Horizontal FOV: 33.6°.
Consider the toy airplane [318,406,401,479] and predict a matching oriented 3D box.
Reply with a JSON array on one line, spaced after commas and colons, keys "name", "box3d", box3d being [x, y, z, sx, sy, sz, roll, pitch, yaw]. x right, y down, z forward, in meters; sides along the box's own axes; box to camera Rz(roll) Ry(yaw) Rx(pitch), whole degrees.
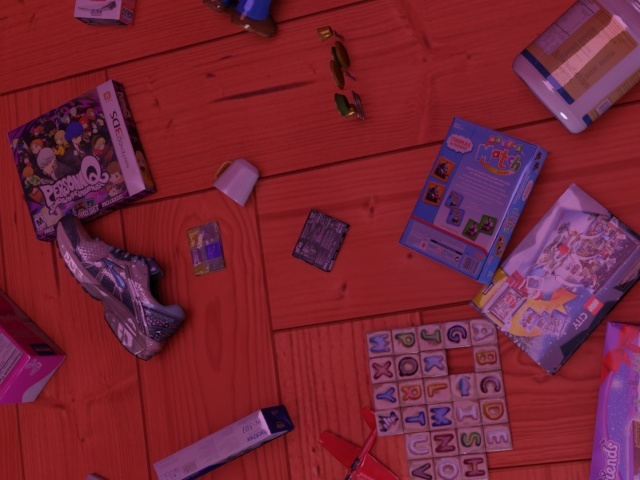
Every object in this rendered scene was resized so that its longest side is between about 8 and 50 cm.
[{"name": "toy airplane", "box3d": [0.071, 0.320, 1.625, 0.151, 0.028, 0.151, -1, 86, 19]}]

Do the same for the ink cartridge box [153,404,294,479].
[{"name": "ink cartridge box", "box3d": [-0.152, 0.325, 1.671, 0.207, 0.097, 0.046, -29, 76, 16]}]

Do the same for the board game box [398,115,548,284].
[{"name": "board game box", "box3d": [0.223, -0.062, 1.569, 0.160, 0.039, 0.212, 27, 96, 41]}]

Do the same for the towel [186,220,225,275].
[{"name": "towel", "box3d": [-0.191, 0.013, 1.757, 0.060, 0.009, 0.083, -14, 81, 18]}]

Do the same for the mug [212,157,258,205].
[{"name": "mug", "box3d": [-0.139, -0.103, 1.723, 0.078, 0.062, 0.064, 35, 90, 13]}]

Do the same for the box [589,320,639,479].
[{"name": "box", "box3d": [0.482, 0.267, 1.461, 0.200, 0.057, 0.293, 7, 88, 20]}]

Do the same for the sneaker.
[{"name": "sneaker", "box3d": [-0.328, 0.058, 1.769, 0.122, 0.110, 0.283, -39, 81, 1]}]

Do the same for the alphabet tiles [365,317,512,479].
[{"name": "alphabet tiles", "box3d": [0.178, 0.243, 1.586, 0.198, 0.009, 0.237, -8, 82, 11]}]

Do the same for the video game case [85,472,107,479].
[{"name": "video game case", "box3d": [-0.336, 0.506, 1.765, 0.190, 0.022, 0.173, 22, 93, 20]}]

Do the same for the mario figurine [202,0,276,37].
[{"name": "mario figurine", "box3d": [-0.052, -0.492, 1.712, 0.198, 0.170, 0.321, 26, 109, -16]}]

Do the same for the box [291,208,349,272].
[{"name": "box", "box3d": [0.000, 0.000, 1.683, 0.067, 0.018, 0.083, 24, 94, 21]}]

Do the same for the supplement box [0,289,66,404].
[{"name": "supplement box", "box3d": [-0.567, 0.171, 1.830, 0.220, 0.111, 0.114, 41, 99, 18]}]

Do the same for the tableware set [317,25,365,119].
[{"name": "tableware set", "box3d": [0.026, -0.260, 1.650, 0.024, 0.104, 0.154, -18, 79, 20]}]

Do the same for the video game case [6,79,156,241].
[{"name": "video game case", "box3d": [-0.417, -0.136, 1.837, 0.232, 0.042, 0.210, -23, 77, 17]}]

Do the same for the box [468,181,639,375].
[{"name": "box", "box3d": [0.351, 0.056, 1.530, 0.159, 0.044, 0.233, 43, 98, 18]}]

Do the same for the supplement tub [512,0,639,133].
[{"name": "supplement tub", "box3d": [0.387, -0.265, 1.494, 0.199, 0.144, 0.144, -42, 73, 12]}]

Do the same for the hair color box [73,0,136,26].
[{"name": "hair color box", "box3d": [-0.365, -0.460, 1.839, 0.093, 0.053, 0.167, 7, 87, 20]}]
